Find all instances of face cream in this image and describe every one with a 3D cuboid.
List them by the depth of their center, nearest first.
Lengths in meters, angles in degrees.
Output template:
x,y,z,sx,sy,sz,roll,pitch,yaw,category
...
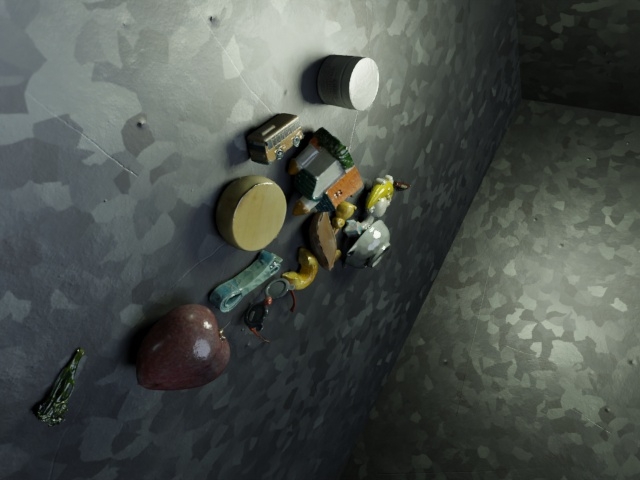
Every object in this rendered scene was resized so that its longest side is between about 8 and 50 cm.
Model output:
x,y,z,sx,sy,sz,roll,pitch,yaw,category
0.096,-0.560,1.474,0.177,0.152,0.178,-30,130,-42,face cream

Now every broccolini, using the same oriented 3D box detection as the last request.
x,y,z,sx,sy,sz,roll,pitch,yaw,category
-0.659,0.379,1.069,0.201,0.058,0.074,-63,154,-3,broccolini

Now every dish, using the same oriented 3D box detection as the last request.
x,y,z,sx,sy,sz,roll,pitch,yaw,category
0.246,0.043,2.004,0.303,0.120,0.303,-45,163,-18,dish

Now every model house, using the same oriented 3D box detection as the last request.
x,y,z,sx,sy,sz,roll,pitch,yaw,category
-0.016,-0.221,1.541,0.301,0.190,0.271,-44,148,-5,model house

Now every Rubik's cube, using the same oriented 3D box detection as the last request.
x,y,z,sx,sy,sz,roll,pitch,yaw,category
0.148,-0.060,1.931,0.075,0.084,0.073,82,15,-61,Rubik's cube

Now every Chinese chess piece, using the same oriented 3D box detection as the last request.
x,y,z,sx,sy,sz,roll,pitch,yaw,category
-0.225,-0.089,1.360,0.250,0.097,0.251,-31,133,-40,Chinese chess piece

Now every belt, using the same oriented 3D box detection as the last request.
x,y,z,sx,sy,sz,roll,pitch,yaw,category
-0.258,0.138,1.474,0.302,0.072,0.088,-40,141,-34,belt

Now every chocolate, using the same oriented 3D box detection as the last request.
x,y,z,sx,sy,sz,roll,pitch,yaw,category
-0.001,-0.001,1.738,0.161,0.083,0.262,-70,153,-43,chocolate

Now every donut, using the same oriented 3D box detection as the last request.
x,y,z,sx,sy,sz,roll,pitch,yaw,category
-0.074,0.129,1.729,0.181,0.078,0.146,-56,143,-13,donut

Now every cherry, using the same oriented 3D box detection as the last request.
x,y,z,sx,sy,sz,roll,pitch,yaw,category
-0.409,0.330,1.254,0.307,0.221,0.262,-32,127,-23,cherry

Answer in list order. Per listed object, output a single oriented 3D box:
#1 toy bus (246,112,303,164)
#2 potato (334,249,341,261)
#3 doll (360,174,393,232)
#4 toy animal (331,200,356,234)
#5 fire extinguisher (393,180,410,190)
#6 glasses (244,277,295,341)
x,y,z,sx,sy,sz,roll,pitch,yaw,category
-0.146,-0.327,1.329,0.182,0.091,0.103,-46,140,-32,toy bus
0.065,0.071,1.918,0.083,0.040,0.051,-28,136,-42,potato
0.269,-0.186,1.982,0.237,0.110,0.252,-45,156,-47,doll
0.088,-0.092,1.818,0.160,0.083,0.070,-65,171,11,toy animal
0.436,-0.287,2.230,0.173,0.035,0.049,1,106,-52,fire extinguisher
-0.170,0.300,1.661,0.234,0.118,0.268,-53,145,-22,glasses
